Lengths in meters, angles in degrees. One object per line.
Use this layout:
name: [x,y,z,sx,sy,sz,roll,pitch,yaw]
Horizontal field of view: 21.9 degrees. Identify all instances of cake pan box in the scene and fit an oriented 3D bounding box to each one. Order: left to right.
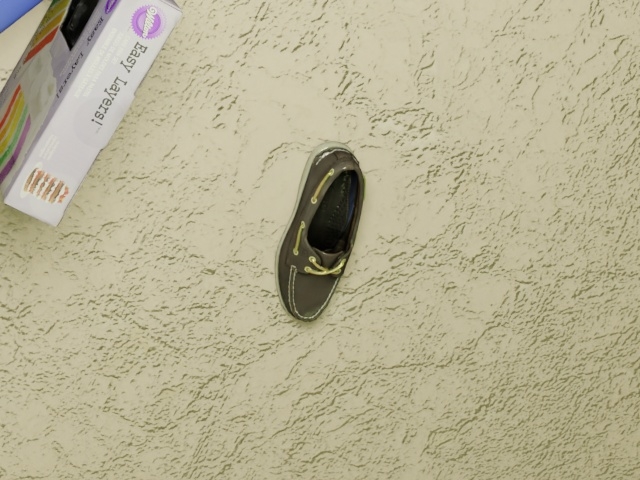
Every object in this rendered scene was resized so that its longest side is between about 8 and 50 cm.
cake pan box: [-0.246,-0.175,1.686,0.070,0.246,0.267,26,104,-27]

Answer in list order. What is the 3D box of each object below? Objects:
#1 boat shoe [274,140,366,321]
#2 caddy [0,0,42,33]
boat shoe: [0.000,0.000,1.948,0.081,0.069,0.228,4,113,-19]
caddy: [-0.349,-0.362,1.572,0.179,0.241,0.341,-41,120,11]
